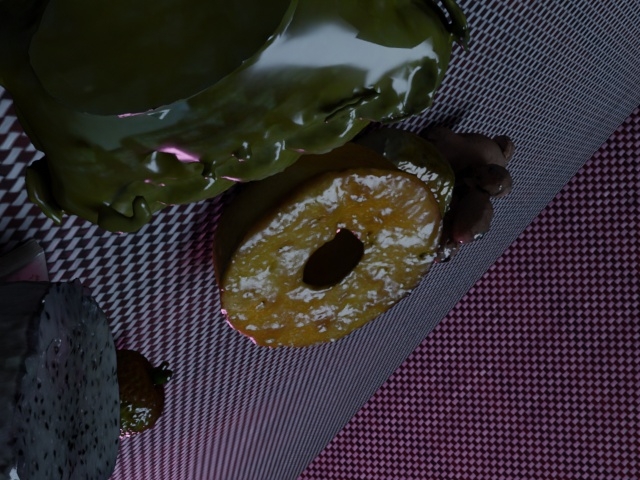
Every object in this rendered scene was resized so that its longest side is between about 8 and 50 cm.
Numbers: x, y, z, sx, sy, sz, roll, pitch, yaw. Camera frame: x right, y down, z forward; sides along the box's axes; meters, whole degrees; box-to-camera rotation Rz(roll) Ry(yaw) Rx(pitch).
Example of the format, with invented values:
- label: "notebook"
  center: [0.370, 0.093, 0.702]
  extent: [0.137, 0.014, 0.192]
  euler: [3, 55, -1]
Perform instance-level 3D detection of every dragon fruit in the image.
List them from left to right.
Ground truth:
- label: "dragon fruit"
  center: [-0.312, 0.143, 0.917]
  extent: [0.221, 0.204, 0.283]
  euler: [-7, 177, 7]

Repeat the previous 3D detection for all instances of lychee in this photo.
- label: "lychee"
  center: [-0.251, 0.196, 1.315]
  extent: [0.146, 0.114, 0.114]
  euler: [-31, 164, 4]

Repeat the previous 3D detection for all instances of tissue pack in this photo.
- label: "tissue pack"
  center: [-0.291, 0.044, 1.005]
  extent: [0.056, 0.023, 0.108]
  euler: [-36, 161, -25]

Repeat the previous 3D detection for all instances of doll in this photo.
- label: "doll"
  center: [0.195, -0.084, 1.586]
  extent: [0.201, 0.156, 0.303]
  euler: [-30, -164, 21]

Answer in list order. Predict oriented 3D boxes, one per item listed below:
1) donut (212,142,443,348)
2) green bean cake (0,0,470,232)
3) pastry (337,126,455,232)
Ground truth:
- label: "donut"
  center: [0.000, 0.000, 1.309]
  extent: [0.302, 0.110, 0.303]
  euler: [-17, 137, -16]
- label: "green bean cake"
  center: [-0.088, -0.166, 0.643]
  extent: [0.310, 0.285, 0.202]
  euler: [-24, -168, 11]
- label: "pastry"
  center: [0.092, -0.071, 1.445]
  extent: [0.192, 0.093, 0.182]
  euler: [10, 126, -34]
